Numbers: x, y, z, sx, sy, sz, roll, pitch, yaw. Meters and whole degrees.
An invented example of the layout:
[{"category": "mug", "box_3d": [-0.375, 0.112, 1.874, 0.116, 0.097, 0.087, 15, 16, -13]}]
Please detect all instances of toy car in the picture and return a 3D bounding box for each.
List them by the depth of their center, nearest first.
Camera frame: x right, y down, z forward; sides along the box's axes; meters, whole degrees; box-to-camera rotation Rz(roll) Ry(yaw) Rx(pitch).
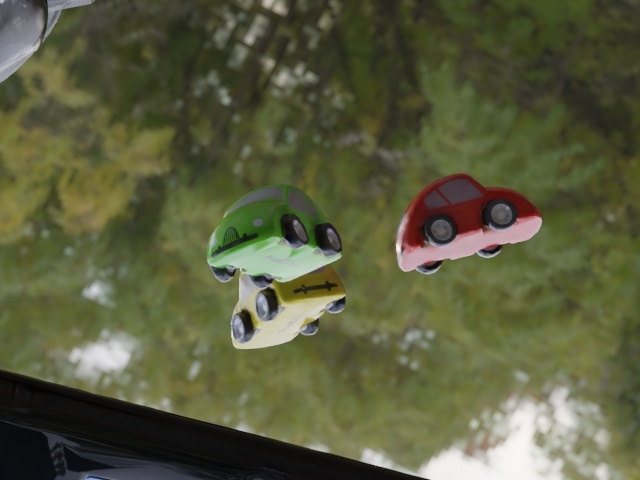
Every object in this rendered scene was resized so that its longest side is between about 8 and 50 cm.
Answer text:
[{"category": "toy car", "box_3d": [0.000, 0.000, 1.211, 0.225, 0.239, 0.053, 16, -127, -60]}]

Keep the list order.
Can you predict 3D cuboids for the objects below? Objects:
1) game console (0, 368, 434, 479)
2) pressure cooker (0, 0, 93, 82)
[{"category": "game console", "box_3d": [-0.089, 0.238, 0.978, 0.386, 0.342, 0.060, 16, -149, -20]}, {"category": "pressure cooker", "box_3d": [-0.297, -0.221, 0.860, 0.375, 0.370, 0.420, 15, -124, -44]}]
